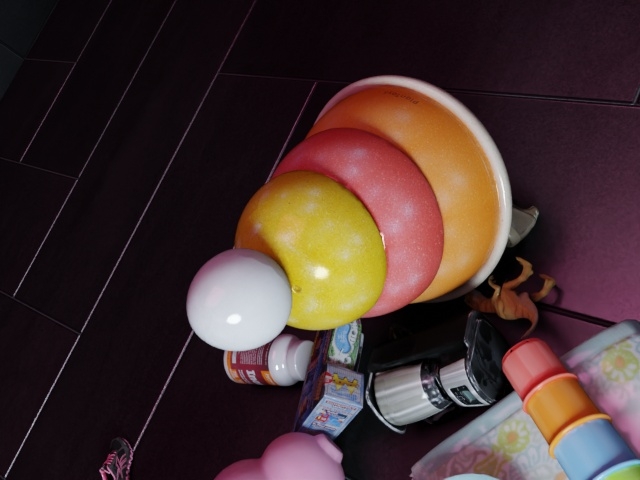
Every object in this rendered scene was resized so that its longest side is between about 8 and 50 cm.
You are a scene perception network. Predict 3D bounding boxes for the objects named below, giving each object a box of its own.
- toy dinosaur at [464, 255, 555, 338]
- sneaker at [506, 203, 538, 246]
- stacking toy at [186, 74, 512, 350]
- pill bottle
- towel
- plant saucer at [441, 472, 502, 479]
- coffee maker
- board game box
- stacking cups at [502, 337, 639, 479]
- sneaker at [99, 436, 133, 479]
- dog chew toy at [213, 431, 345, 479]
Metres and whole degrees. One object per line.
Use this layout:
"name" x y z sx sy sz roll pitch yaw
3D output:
"toy dinosaur" 0.275 0.087 1.120 0.112 0.064 0.211 -53 15 -6
"sneaker" 0.253 -0.057 1.250 0.071 0.066 0.188 -40 49 -10
"stacking toy" 0.000 0.000 1.060 0.350 0.351 0.480 2 22 40
"pill bottle" -0.080 0.196 1.340 0.152 0.086 0.086 -5 62 38
"towel" 0.310 0.315 0.953 0.374 0.090 0.321 -40 49 14
"plant saucer" 0.179 0.371 0.937 0.195 0.037 0.195 -19 56 30
"coffee maker" 0.162 0.163 1.124 0.178 0.120 0.171 -26 53 35
"board game box" 0.021 0.202 1.195 0.194 0.060 0.194 127 159 -67
"stacking cups" 0.294 0.243 0.882 0.096 0.096 0.316 -43 46 11
"sneaker" -0.376 0.410 1.476 0.047 0.057 0.119 -32 47 23
"dog chew toy" -0.095 0.411 1.155 0.332 0.206 0.206 -46 44 -4
